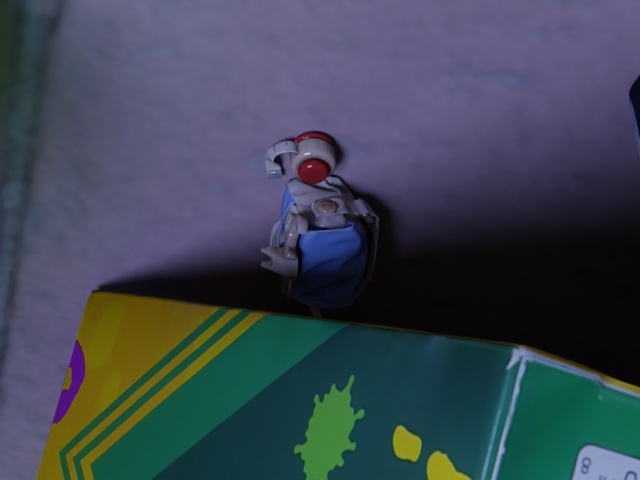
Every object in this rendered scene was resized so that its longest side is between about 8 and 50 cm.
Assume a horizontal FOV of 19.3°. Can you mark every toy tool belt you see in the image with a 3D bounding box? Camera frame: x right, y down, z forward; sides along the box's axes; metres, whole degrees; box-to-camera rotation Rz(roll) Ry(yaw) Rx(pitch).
[{"bbox_3d":[0.000,0.000,0.802,0.052,0.051,0.083,-4,138,-1],"label":"toy tool belt"}]

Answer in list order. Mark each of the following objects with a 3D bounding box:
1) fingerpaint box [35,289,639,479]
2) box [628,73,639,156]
[{"bbox_3d":[0.142,0.164,0.773,0.445,0.163,0.371,19,173,-26],"label":"fingerpaint box"},{"bbox_3d":[0.335,-0.069,0.662,0.313,0.179,0.343,15,135,-18],"label":"box"}]
